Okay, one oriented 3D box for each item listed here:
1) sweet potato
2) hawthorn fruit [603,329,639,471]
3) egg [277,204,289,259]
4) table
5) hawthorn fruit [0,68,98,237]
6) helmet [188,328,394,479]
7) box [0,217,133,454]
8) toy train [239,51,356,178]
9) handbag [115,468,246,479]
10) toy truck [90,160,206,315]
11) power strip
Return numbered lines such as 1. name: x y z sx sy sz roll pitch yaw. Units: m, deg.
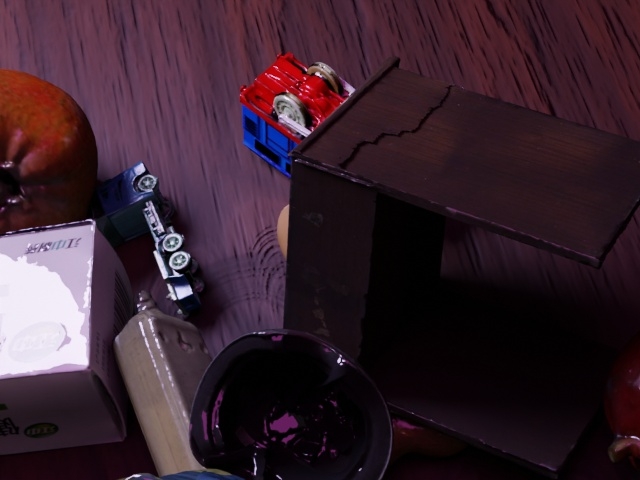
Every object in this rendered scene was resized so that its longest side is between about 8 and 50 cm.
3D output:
1. sweet potato: 0.055 0.186 1.397 0.218 0.051 0.065 -19 75 -2
2. hawthorn fruit: 0.321 0.142 1.314 0.188 0.169 0.169 -35 55 -14
3. egg: 0.000 0.000 1.530 0.080 0.080 0.096 -29 61 -9
4. table: 0.134 0.019 1.355 0.282 0.251 0.196 20 39 22
5. hawthorn fruit: -0.341 -0.090 1.597 0.210 0.211 0.262 -24 28 -6
6. helmet: -0.020 0.153 1.341 0.177 0.107 0.153 32 100 0
7. box: -0.358 0.108 1.485 0.332 0.145 0.173 -8 52 5
8. toy train: 0.014 -0.104 1.581 0.204 0.131 0.083 37 63 19
9. handbag: -0.080 0.295 1.127 0.263 0.241 0.222 35 91 10
10. toy truck: -0.179 0.007 1.576 0.081 0.067 0.175 -26 57 0
11. power strip: -0.108 0.203 1.375 0.066 0.092 0.388 -37 57 20
